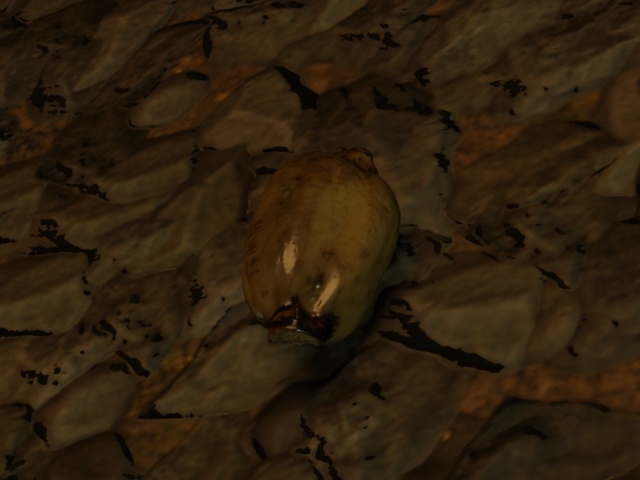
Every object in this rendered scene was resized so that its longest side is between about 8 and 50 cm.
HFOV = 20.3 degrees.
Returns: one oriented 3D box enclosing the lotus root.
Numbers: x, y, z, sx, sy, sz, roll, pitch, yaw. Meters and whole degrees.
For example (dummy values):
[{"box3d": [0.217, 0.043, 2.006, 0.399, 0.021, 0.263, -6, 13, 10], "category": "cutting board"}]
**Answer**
[{"box3d": [0.000, 0.000, 0.884, 0.072, 0.063, 0.152, 21, 45, 4], "category": "lotus root"}]
